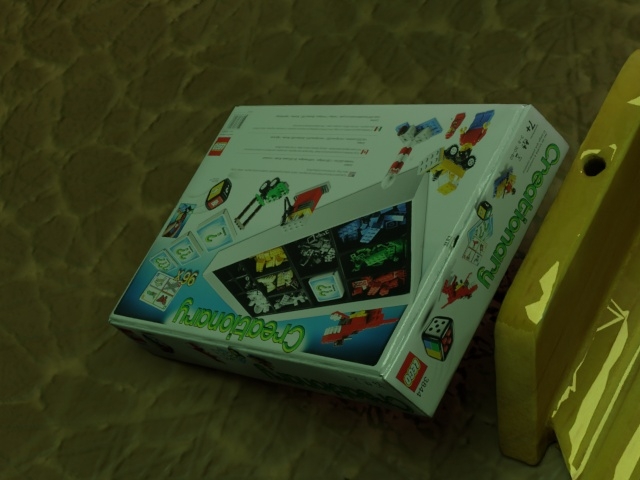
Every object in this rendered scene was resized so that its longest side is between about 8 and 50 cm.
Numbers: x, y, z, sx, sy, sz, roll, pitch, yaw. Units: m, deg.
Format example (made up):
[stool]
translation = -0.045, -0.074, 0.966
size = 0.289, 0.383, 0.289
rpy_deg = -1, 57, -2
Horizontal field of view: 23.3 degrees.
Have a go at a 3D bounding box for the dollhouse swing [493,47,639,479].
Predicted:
[dollhouse swing]
translation = 0.277, 0.002, 0.832
size = 0.347, 0.305, 0.315
rpy_deg = 20, 70, 28

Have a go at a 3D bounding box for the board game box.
[board game box]
translation = 0.000, 0.000, 1.017
size = 0.305, 0.053, 0.193
rpy_deg = 7, 62, 52
